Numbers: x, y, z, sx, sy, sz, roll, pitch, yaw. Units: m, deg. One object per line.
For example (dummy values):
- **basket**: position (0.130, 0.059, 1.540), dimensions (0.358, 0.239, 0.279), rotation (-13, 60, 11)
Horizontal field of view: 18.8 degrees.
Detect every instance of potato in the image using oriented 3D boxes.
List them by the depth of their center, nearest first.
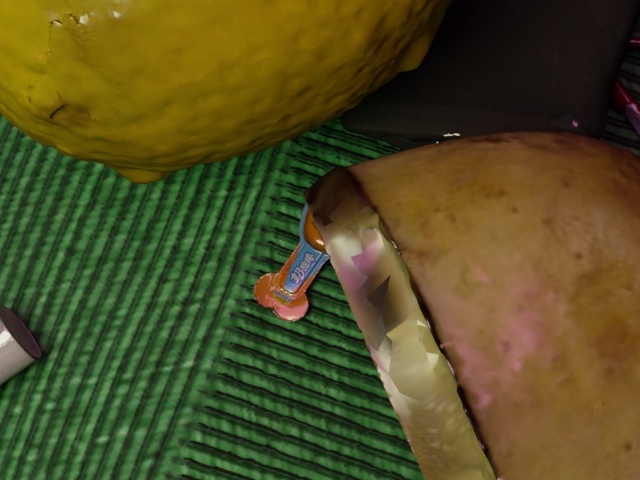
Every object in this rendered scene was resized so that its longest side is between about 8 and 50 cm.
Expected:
- **potato**: position (0.139, 0.060, 1.087), dimensions (0.242, 0.242, 0.285), rotation (-26, 68, 1)

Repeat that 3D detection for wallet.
- **wallet**: position (0.126, -0.156, 1.224), dimensions (0.168, 0.052, 0.245), rotation (13, 67, 22)

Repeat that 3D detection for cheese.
- **cheese**: position (0.000, 0.000, 1.219), dimensions (0.047, 0.017, 0.111), rotation (31, 81, 18)

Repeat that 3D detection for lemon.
- **lemon**: position (-0.071, -0.215, 1.129), dimensions (0.387, 0.350, 0.350), rotation (-27, 71, -19)

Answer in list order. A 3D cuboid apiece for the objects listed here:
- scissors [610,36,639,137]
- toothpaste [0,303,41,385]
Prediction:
- **scissors**: position (0.234, -0.006, 1.187), dimensions (0.248, 0.017, 0.144), rotation (43, 85, 16)
- **toothpaste**: position (-0.269, 0.109, 1.218), dimensions (0.193, 0.045, 0.071), rotation (-36, 64, 4)
